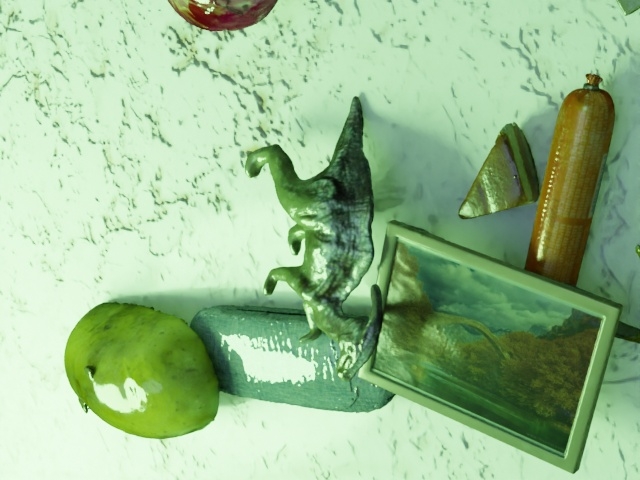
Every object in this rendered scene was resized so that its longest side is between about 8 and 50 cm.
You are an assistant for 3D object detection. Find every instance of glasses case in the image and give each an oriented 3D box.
[{"bbox_3d":[-0.037,0.133,1.292,0.283,0.067,0.109,1,107,33],"label":"glasses case"}]

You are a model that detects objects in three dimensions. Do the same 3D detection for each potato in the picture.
[{"bbox_3d":[-0.239,0.169,1.379,0.272,0.111,0.160,8,111,48],"label":"potato"}]

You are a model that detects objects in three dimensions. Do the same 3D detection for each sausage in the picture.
[{"bbox_3d":[0.225,0.010,1.083,0.053,0.053,0.347,21,115,29],"label":"sausage"}]

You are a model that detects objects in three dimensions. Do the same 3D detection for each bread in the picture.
[{"bbox_3d":[0.183,-0.055,1.100,0.062,0.043,0.109,34,119,25],"label":"bread"}]

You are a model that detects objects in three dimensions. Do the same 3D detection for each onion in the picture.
[{"bbox_3d":[-0.108,-0.304,1.170,0.177,0.153,0.177,19,125,30],"label":"onion"}]

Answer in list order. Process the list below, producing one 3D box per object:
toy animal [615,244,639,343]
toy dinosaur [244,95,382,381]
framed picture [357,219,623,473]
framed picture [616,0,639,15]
[{"bbox_3d":[0.350,0.057,0.993,0.155,0.219,0.095,5,89,-4],"label":"toy animal"},{"bbox_3d":[0.006,0.002,1.190,0.162,0.077,0.294,-16,81,44],"label":"toy dinosaur"},{"bbox_3d":[0.158,0.102,1.111,0.250,0.016,0.184,22,116,27],"label":"framed picture"},{"bbox_3d":[0.277,-0.372,0.963,0.211,0.020,0.289,-32,84,36],"label":"framed picture"}]
